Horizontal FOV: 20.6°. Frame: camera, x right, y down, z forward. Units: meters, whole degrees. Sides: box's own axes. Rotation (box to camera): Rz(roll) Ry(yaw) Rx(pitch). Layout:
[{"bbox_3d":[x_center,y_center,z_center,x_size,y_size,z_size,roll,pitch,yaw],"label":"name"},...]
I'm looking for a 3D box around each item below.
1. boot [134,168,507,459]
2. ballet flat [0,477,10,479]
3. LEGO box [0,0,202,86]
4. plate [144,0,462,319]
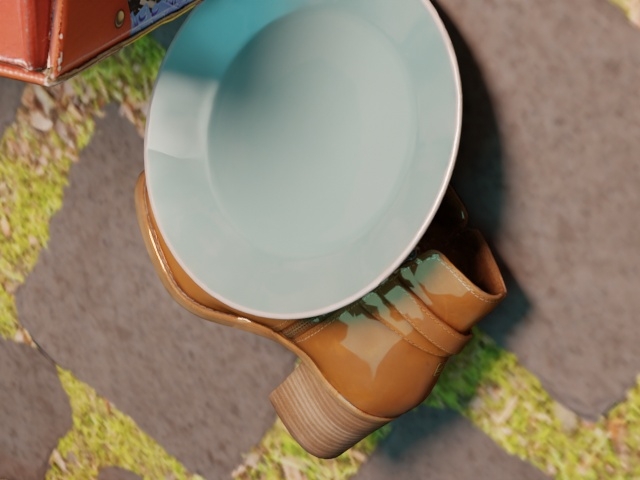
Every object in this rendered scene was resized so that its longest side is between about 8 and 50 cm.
[{"bbox_3d":[0.000,0.000,0.915,0.197,0.073,0.152,50,128,10],"label":"boot"},{"bbox_3d":[-0.213,0.188,1.212,0.250,0.058,0.084,5,135,45],"label":"ballet flat"},{"bbox_3d":[-0.290,-0.316,0.825,0.500,0.193,0.372,14,119,22],"label":"LEGO box"},{"bbox_3d":[-0.008,-0.054,0.874,0.188,0.024,0.188,-5,80,32],"label":"plate"}]
